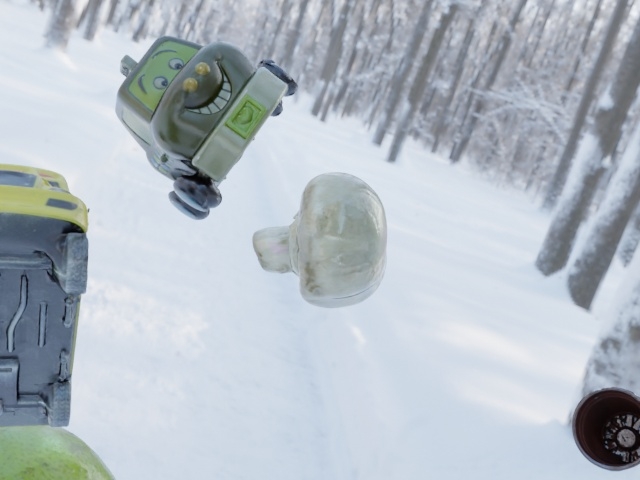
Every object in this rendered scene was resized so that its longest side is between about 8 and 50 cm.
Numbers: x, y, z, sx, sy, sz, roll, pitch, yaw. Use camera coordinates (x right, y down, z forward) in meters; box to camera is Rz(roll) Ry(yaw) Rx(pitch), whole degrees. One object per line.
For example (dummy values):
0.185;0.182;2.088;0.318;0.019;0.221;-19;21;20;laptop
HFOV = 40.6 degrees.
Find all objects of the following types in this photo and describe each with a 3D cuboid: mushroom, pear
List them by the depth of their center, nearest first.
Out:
-0.418;0.388;1.335;0.239;0.139;0.288;22;24;3;pear
0.000;0.000;1.505;0.234;0.260;0.254;1;33;6;mushroom

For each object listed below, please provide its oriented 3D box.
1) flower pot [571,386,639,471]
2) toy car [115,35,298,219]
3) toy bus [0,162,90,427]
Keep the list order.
0.406;0.260;1.166;0.111;0.111;0.089;27;-3;40;flower pot
-0.166;-0.162;1.079;0.198;0.204;0.248;36;-14;-9;toy car
-0.281;0.045;0.754;0.144;0.330;0.152;2;51;-18;toy bus
